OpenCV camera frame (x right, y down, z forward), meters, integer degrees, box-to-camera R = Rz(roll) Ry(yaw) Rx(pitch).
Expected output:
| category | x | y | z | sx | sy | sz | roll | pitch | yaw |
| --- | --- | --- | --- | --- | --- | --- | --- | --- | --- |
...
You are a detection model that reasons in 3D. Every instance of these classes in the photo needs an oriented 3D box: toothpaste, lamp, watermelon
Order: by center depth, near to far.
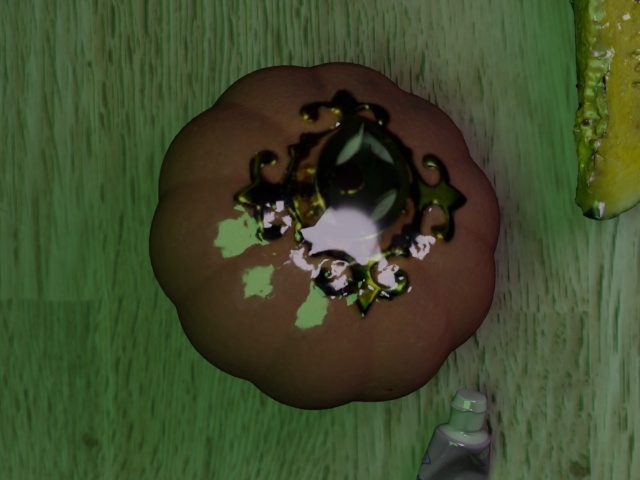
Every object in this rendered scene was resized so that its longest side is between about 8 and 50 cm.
| category | x | y | z | sx | sy | sz | roll | pitch | yaw |
| --- | --- | --- | --- | --- | --- | --- | --- | --- | --- |
| watermelon | 0.249 | -0.173 | 1.367 | 0.123 | 0.129 | 0.301 | 3 | 100 | 25 |
| lamp | 0.000 | 0.000 | 1.427 | 0.305 | 0.239 | 0.305 | 5 | 70 | -15 |
| toothpaste | 0.101 | 0.274 | 1.503 | 0.075 | 0.048 | 0.301 | 13 | 108 | 1 |
